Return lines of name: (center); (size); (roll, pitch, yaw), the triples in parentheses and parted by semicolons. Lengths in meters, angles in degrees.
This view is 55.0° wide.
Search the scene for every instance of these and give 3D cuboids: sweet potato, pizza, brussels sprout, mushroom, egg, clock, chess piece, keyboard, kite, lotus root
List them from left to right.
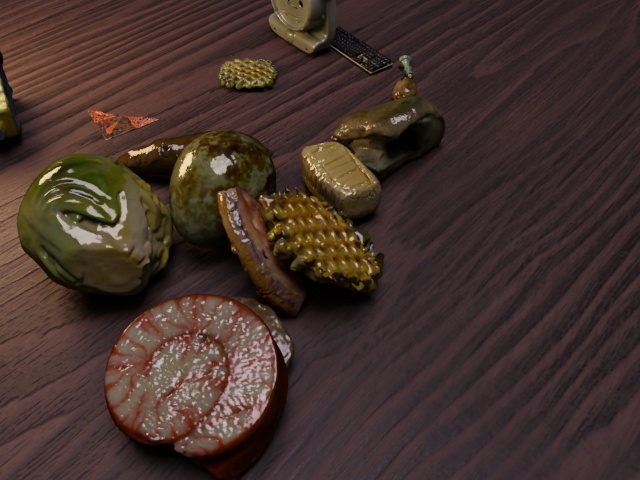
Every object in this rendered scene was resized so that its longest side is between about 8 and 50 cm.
brussels sprout: (-0.474, -0.041, 1.305); (0.344, 0.268, 0.344); (1, 42, -1)
kite: (-0.586, -0.324, 1.755); (0.222, 0.008, 0.125); (7, 49, 7)
sweet potato: (-0.333, -0.212, 1.576); (0.423, 0.130, 0.130); (-5, 47, 0)
egg: (-0.226, -0.114, 1.406); (0.238, 0.238, 0.289); (12, 65, 11)
pizza: (-0.128, 0.027, 1.287); (0.086, 0.305, 0.161); (-29, 6, 22)
clock: (-0.067, -0.799, 1.997); (0.109, 0.324, 0.265); (-29, 52, -26)
keyboard: (0.109, -0.647, 2.060); (0.106, 0.027, 0.317); (-28, 53, -25)
mushroom: (0.167, -0.307, 1.630); (0.292, 0.212, 0.217); (-38, 65, -23)
lotus root: (0.254, -0.445, 1.844); (0.072, 0.063, 0.152); (-3, 43, 23)
chess piece: (0.279, -0.549, 1.963); (0.042, 0.042, 0.093); (-6, 53, -7)

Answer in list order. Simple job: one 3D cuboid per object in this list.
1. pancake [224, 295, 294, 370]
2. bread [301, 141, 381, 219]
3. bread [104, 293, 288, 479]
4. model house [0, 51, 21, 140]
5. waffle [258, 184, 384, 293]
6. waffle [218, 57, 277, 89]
pancake: (-0.168, 0.213, 1.220); (0.236, 0.042, 0.222); (14, 56, 18)
bread: (0.046, -0.147, 1.526); (0.140, 0.106, 0.236); (-22, 50, -22)
bread: (-0.221, 0.246, 1.112); (0.328, 0.114, 0.295); (15, 62, 17)
model house: (-0.953, -0.370, 1.657); (0.237, 0.215, 0.303); (-17, 53, -18)
waffle: (0.009, 0.005, 1.325); (0.329, 0.062, 0.329); (31, 27, -18)
waffle: (-0.228, -0.525, 1.932); (0.184, 0.036, 0.169); (-1, 44, -4)
